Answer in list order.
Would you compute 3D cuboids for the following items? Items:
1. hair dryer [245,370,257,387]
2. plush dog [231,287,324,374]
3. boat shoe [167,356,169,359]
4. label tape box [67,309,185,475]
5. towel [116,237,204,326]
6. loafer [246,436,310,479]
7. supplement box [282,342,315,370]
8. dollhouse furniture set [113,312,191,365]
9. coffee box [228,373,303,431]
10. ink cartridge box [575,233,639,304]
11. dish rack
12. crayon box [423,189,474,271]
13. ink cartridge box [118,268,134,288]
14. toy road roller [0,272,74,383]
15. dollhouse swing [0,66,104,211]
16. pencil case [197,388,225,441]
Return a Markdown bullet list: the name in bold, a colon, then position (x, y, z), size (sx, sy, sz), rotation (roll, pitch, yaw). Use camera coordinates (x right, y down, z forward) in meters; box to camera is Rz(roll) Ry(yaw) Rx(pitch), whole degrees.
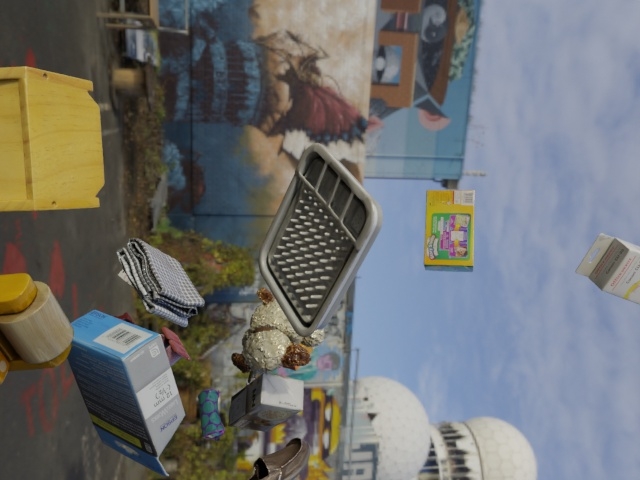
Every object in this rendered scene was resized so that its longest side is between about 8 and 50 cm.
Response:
- **hair dryer**: position (-0.240, 0.559, 2.147), size (0.223, 0.080, 0.293), rotation (-76, -177, -56)
- **plush dog**: position (-0.138, 0.278, 1.690), size (0.225, 0.263, 0.210), rotation (-83, 157, -52)
- **boat shoe**: position (-0.667, 0.405, 1.963), size (0.123, 0.342, 0.123), rotation (-15, -123, 43)
- **label tape box**: position (-0.450, 0.357, 1.398), size (0.115, 0.249, 0.347), rotation (-39, 128, -44)
- **towel**: position (-0.538, 0.137, 2.018), size (0.283, 0.121, 0.235), rotation (51, 3, 31)
- **loafer**: position (-0.170, 0.843, 2.195), size (0.134, 0.366, 0.130), rotation (-24, -81, 41)
- **supplement box**: position (-0.077, 0.445, 2.524), size (0.233, 0.078, 0.080), rotation (-43, 129, -46)
- **dollhouse furniture set**: position (-0.713, 0.426, 2.351), size (0.152, 0.201, 0.374), rotation (48, -2, 36)
- **coffee box**: position (-0.171, 0.503, 1.835), size (0.246, 0.141, 0.098), rotation (-43, -143, 45)
- **ink cartridge box**: position (0.697, 0.071, 1.347), size (0.067, 0.198, 0.115), rotation (-101, -148, -65)
- **dish rack**: position (0.000, 0.000, 1.220), size (0.285, 0.072, 0.332), rotation (53, -56, 43)
- **crayon box**: position (0.447, -0.035, 2.060), size (0.081, 0.166, 0.278), rotation (50, 43, -69)
- **ink cartridge box**: position (-0.708, 0.139, 2.221), size (0.048, 0.083, 0.028), rotation (-52, -173, -19)
- **toy road roller**: position (-0.686, 0.220, 1.167), size (0.240, 0.330, 0.202), rotation (-93, 174, -50)
- **dollhouse swing**: position (-0.803, -0.248, 1.562), size (0.315, 0.305, 0.346), rotation (-12, 100, -67)
- **pencil case**: position (-0.334, 0.532, 1.823), size (0.064, 0.070, 0.151), rotation (93, -17, -47)
